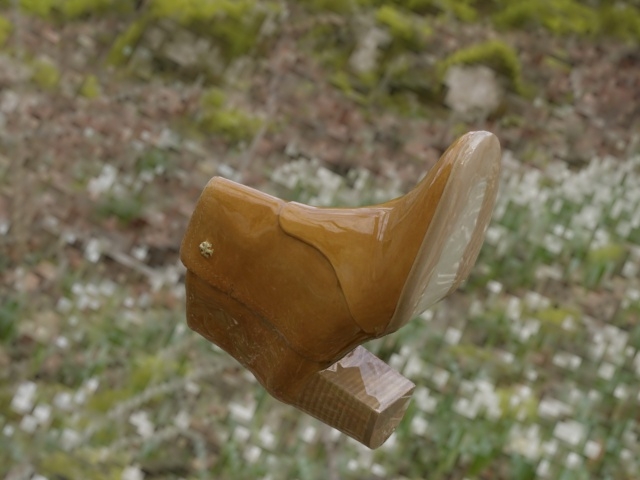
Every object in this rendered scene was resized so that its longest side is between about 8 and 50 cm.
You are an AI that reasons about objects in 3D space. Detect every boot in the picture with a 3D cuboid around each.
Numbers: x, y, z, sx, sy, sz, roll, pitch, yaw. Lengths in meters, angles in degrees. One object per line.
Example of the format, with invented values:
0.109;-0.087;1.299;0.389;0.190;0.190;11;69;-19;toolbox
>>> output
0.000;0.000;1.451;0.211;0.104;0.295;34;-56;21;boot
